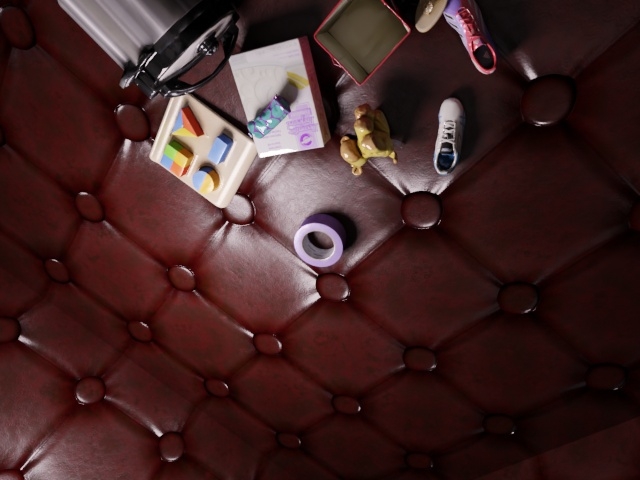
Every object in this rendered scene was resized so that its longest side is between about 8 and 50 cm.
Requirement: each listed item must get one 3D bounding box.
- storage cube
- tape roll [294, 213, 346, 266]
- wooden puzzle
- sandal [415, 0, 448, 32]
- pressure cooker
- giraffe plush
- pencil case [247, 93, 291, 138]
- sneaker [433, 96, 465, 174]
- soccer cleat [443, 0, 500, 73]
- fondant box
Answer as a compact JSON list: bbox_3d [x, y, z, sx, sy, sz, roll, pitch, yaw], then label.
[{"bbox_3d":[0.124,-0.575,1.163,0.183,0.193,0.215,43,122,-11],"label":"storage cube"},{"bbox_3d":[0.000,0.000,1.601,0.188,0.080,0.189,7,120,11],"label":"tape roll"},{"bbox_3d":[-0.437,-0.315,1.540,0.347,0.080,0.322,34,122,-5],"label":"wooden puzzle"},{"bbox_3d":[0.304,-0.676,1.096,0.088,0.079,0.240,48,119,30],"label":"sandal"},{"bbox_3d":[-0.448,-0.620,1.167,0.369,0.376,0.420,-36,114,20],"label":"pressure cooker"},{"bbox_3d":[0.136,-0.307,1.357,0.170,0.182,0.210,-21,147,36],"label":"giraffe plush"},{"bbox_3d":[-0.163,-0.383,1.320,0.151,0.065,0.070,-33,122,29],"label":"pencil case"},{"bbox_3d":[0.397,-0.316,1.302,0.085,0.086,0.237,5,119,15],"label":"sneaker"},{"bbox_3d":[0.411,-0.565,1.145,0.083,0.095,0.248,-29,109,28],"label":"soccer cleat"},{"bbox_3d":[-0.124,-0.453,1.363,0.238,0.096,0.331,-6,119,19],"label":"fondant box"}]
